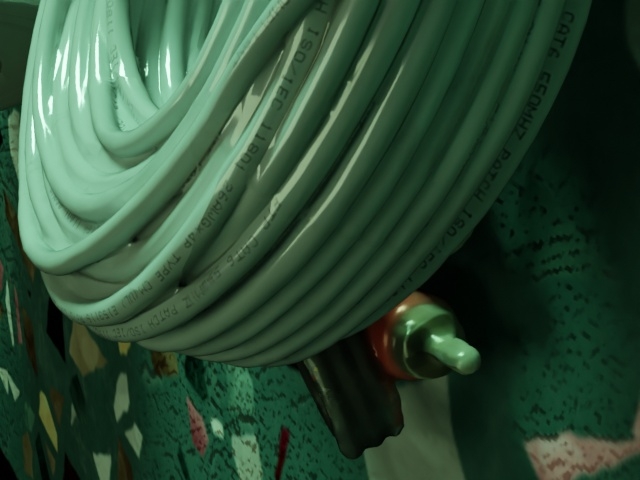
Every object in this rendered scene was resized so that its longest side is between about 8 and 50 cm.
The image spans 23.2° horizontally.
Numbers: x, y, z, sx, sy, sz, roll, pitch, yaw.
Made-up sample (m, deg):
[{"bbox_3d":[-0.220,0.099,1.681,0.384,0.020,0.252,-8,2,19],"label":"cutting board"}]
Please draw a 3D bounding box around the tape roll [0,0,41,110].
[{"bbox_3d":[-0.274,-0.175,0.947,0.246,0.246,0.169,147,112,-64],"label":"tape roll"}]

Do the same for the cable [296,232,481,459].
[{"bbox_3d":[0.000,0.000,0.653,0.287,0.072,0.139,-152,50,-75],"label":"cable"}]

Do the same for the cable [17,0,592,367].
[{"bbox_3d":[-0.017,-0.088,0.511,0.257,0.089,0.257,-58,32,27],"label":"cable"}]
